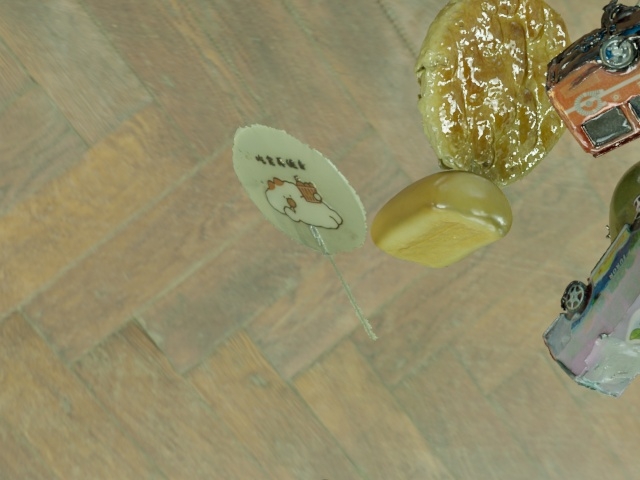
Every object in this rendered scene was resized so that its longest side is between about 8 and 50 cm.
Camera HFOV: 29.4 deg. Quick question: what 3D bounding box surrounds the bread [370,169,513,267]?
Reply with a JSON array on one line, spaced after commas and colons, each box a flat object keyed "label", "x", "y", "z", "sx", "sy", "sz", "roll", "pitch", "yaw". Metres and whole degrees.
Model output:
[{"label": "bread", "x": 0.167, "y": -0.036, "z": 1.687, "sx": 0.147, "sy": 0.217, "sz": 0.098, "roll": 17, "pitch": 66, "yaw": -25}]

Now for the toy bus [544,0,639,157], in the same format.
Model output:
[{"label": "toy bus", "x": 0.276, "y": -0.146, "z": 0.871, "sx": 0.234, "sy": 0.073, "sz": 0.096, "roll": -24, "pitch": 115, "yaw": 26}]

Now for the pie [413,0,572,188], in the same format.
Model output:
[{"label": "pie", "x": 0.276, "y": -0.245, "z": 1.913, "sx": 0.339, "sy": 0.083, "sz": 0.340, "roll": -8, "pitch": 104, "yaw": -36}]

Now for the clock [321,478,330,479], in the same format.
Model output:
[{"label": "clock", "x": 0.118, "y": 0.446, "z": 1.585, "sx": 0.114, "sy": 0.309, "sz": 0.284, "roll": -51, "pitch": 150, "yaw": 5}]

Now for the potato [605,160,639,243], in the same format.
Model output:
[{"label": "potato", "x": 0.597, "y": -0.031, "z": 1.761, "sx": 0.359, "sy": 0.270, "sz": 0.219, "roll": -9, "pitch": 119, "yaw": 9}]

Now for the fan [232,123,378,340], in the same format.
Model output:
[{"label": "fan", "x": -0.001, "y": 0.001, "z": 1.400, "sx": 0.009, "sy": 0.190, "sz": 0.329, "roll": -48, "pitch": 129, "yaw": -30}]

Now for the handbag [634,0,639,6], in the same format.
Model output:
[{"label": "handbag", "x": 0.415, "y": -0.196, "z": 1.377, "sx": 0.151, "sy": 0.298, "sz": 0.171, "roll": 33, "pitch": 100, "yaw": 15}]

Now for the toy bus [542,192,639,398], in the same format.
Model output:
[{"label": "toy bus", "x": 0.404, "y": 0.052, "z": 1.516, "sx": 0.112, "sy": 0.138, "sz": 0.317, "roll": 22, "pitch": 116, "yaw": -14}]
